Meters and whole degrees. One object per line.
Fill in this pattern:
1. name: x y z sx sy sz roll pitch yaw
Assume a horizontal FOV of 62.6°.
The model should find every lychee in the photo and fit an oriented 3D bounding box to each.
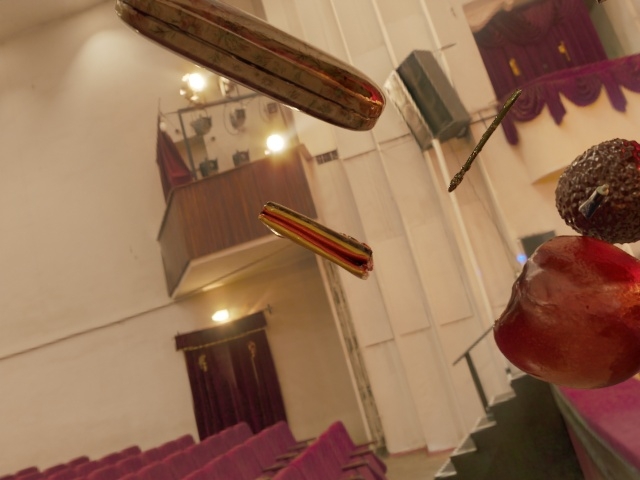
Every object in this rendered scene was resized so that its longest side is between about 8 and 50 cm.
1. lychee: 0.690 -0.106 1.237 0.260 0.261 0.261 -15 -13 -4

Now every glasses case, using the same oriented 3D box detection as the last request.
1. glasses case: -0.094 -0.284 0.807 0.424 0.157 0.098 21 -62 -15

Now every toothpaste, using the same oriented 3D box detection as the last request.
1. toothpaste: 0.460 -0.066 0.884 0.019 0.027 0.083 -18 -30 -14

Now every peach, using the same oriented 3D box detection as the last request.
1. peach: 0.412 0.112 0.837 0.274 0.249 0.245 0 -6 -38

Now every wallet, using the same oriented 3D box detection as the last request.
1. wallet: 0.000 0.000 1.070 0.241 0.067 0.141 27 -6 14

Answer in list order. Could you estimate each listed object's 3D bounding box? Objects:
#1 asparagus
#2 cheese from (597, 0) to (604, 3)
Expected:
1. asparagus: 0.225 -0.136 0.726 0.166 0.013 0.016 -57 -3 14
2. cheese: 0.635 -0.603 1.208 0.086 0.163 0.036 -15 -37 27
